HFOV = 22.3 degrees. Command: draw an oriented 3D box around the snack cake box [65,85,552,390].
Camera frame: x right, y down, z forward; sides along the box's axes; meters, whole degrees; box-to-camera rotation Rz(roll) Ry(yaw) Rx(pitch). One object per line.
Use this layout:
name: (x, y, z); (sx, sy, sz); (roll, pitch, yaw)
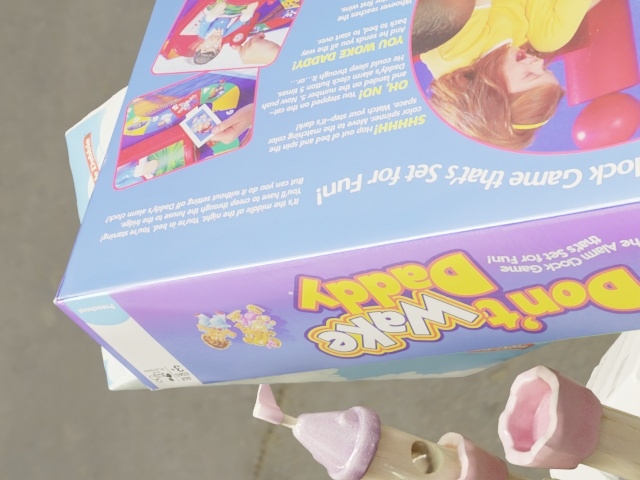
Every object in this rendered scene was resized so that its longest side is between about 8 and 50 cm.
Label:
snack cake box: (0.000, 0.000, 0.920); (0.089, 0.264, 0.152); (-28, 67, 47)

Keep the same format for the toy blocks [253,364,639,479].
toy blocks: (0.055, 0.254, 1.057); (0.309, 0.260, 0.288); (-44, 34, 49)

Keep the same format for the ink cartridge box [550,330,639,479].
ink cartridge box: (0.313, 0.140, 1.521); (0.092, 0.158, 0.218); (31, 146, 3)

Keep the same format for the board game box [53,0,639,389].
board game box: (0.072, -0.071, 0.688); (0.347, 0.078, 0.233); (-10, 50, 31)
